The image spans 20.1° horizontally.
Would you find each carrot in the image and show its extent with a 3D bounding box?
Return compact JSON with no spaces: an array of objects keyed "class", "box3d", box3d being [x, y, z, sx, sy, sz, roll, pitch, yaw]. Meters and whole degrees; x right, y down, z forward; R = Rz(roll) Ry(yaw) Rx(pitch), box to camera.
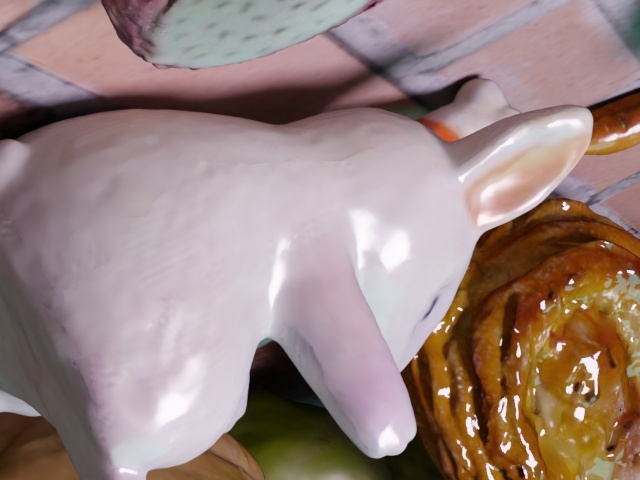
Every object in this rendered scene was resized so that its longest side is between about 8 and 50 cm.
[{"class":"carrot","box3d":[0.203,-0.075,0.904,0.190,0.037,0.037,-14,162,-19]}]

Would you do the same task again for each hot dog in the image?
[{"class":"hot dog","box3d":[0.139,0.110,1.004,0.175,0.259,0.114,-36,-146,-22]}]

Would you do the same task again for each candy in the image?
[{"class":"candy","box3d":[-0.016,-0.087,0.514,0.103,0.043,0.103,-24,166,-6]}]

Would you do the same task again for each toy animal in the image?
[{"class":"toy animal","box3d":[-0.005,0.015,0.680,0.282,0.138,0.140,-8,-171,-35]}]

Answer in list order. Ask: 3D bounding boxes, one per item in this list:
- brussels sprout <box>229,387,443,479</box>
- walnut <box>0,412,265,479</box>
[{"class":"brussels sprout","box3d":[-0.043,0.218,1.127,0.316,0.243,0.273,-24,168,22]},{"class":"walnut","box3d":[-0.123,0.217,0.846,0.332,0.333,0.333,-22,165,-6]}]
